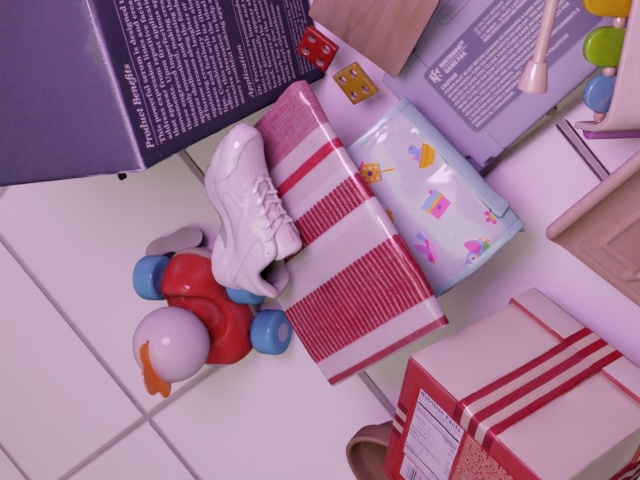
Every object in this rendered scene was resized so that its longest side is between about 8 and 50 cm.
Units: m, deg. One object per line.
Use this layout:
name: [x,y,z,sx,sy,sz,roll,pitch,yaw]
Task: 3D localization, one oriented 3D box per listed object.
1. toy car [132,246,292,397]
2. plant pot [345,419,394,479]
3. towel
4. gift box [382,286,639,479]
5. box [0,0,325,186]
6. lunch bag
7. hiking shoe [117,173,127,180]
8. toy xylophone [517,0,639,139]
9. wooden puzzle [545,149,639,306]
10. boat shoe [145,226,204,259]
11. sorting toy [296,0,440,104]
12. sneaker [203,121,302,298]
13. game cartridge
toy car: [-0.203,0.153,1.283,0.219,0.238,0.210,1,130,29]
plant pot: [0.161,0.337,1.237,0.237,0.110,0.237,31,146,23]
towel: [0.000,0.000,1.042,0.237,0.037,0.329,-38,80,47]
gift box: [0.244,0.240,1.040,0.255,0.258,0.276,46,143,32]
box: [-0.227,-0.232,1.024,0.294,0.395,0.211,-2,112,33]
lunch bag: [0.105,-0.032,1.076,0.223,0.160,0.262,49,134,2]
hiking shoe: [-0.351,-0.240,1.276,0.132,0.113,0.304,-13,96,58]
toy xylophone: [0.311,-0.240,0.812,0.236,0.081,0.322,5,117,-13]
wooden puzzle: [0.469,-0.019,0.882,0.348,0.080,0.322,34,130,-11]
boat shoe: [-0.229,0.012,1.373,0.125,0.046,0.038,-18,143,33]
sorting toy: [0.064,-0.272,0.972,0.132,0.046,0.274,37,146,5]
sneaker: [-0.069,-0.031,1.018,0.115,0.090,0.232,21,131,29]
game cartridge: [0.215,-0.236,0.972,0.198,0.062,0.297,51,129,5]
